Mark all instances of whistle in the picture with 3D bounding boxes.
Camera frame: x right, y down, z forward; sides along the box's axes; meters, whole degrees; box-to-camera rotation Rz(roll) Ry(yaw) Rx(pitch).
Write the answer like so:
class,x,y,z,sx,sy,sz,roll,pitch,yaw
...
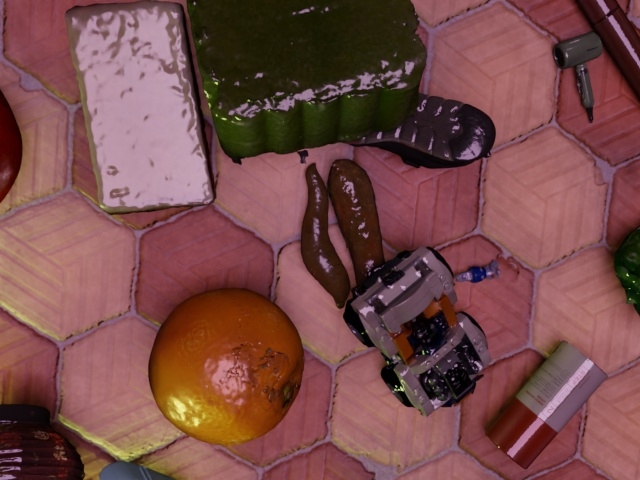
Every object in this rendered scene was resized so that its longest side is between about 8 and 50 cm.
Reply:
class,x,y,z,sx,sy,sz,roll,pitch,yaw
whistle,0.270,0.055,1.544,0.083,0.029,0.033,-11,90,-16

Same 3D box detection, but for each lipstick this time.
class,x,y,z,sx,sy,sz,roll,pitch,yaw
lipstick,0.503,-0.336,1.510,0.057,0.057,0.356,-37,101,-1

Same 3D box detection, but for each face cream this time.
class,x,y,z,sx,sy,sz,roll,pitch,yaw
face cream,0.387,0.283,1.555,0.096,0.096,0.214,40,91,-10

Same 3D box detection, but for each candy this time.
class,x,y,z,sx,sy,sz,roll,pitch,yaw
candy,-0.273,-0.201,1.391,0.180,0.135,0.320,-10,97,-5

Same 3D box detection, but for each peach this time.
class,x,y,z,sx,sy,sz,roll,pitch,yaw
peach,-0.551,-0.137,1.338,0.190,0.196,0.226,8,100,27

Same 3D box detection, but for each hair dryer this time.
class,x,y,z,sx,sy,sz,roll,pitch,yaw
hair dryer,0.445,-0.269,1.521,0.071,0.047,0.150,-19,105,-6

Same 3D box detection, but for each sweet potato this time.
class,x,y,z,sx,sy,sz,roll,pitch,yaw
sweet potato,0.068,-0.005,1.492,0.075,0.075,0.273,-14,102,-5
sweet potato,-0.002,-0.001,1.490,0.069,0.059,0.249,-16,95,-22

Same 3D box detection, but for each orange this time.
class,x,y,z,sx,sy,sz,roll,pitch,yaw
orange,-0.146,0.193,1.407,0.246,0.246,0.246,-1,97,-7

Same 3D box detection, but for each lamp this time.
class,x,y,z,sx,sy,sz,roll,pitch,yaw
lamp,-0.486,0.373,1.387,0.247,0.247,0.246,-1,97,-7

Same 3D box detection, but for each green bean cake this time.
class,x,y,z,sx,sy,sz,roll,pitch,yaw
green bean cake,-0.025,-0.294,1.340,0.319,0.218,0.335,-11,77,-2

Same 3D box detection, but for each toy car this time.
class,x,y,z,sx,sy,sz,roll,pitch,yaw
toy car,0.173,0.154,1.476,0.193,0.118,0.301,-38,118,-12

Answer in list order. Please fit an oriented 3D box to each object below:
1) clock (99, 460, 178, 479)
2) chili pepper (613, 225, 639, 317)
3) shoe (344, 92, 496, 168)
class,x,y,z,sx,sy,sz,roll,pitch,yaw
clock,-0.329,0.495,1.453,0.274,0.094,0.223,-47,133,2
chili pepper,0.680,0.012,1.521,0.385,0.213,0.167,-33,142,1
shoe,0.143,-0.183,1.452,0.291,0.137,0.114,15,88,18
